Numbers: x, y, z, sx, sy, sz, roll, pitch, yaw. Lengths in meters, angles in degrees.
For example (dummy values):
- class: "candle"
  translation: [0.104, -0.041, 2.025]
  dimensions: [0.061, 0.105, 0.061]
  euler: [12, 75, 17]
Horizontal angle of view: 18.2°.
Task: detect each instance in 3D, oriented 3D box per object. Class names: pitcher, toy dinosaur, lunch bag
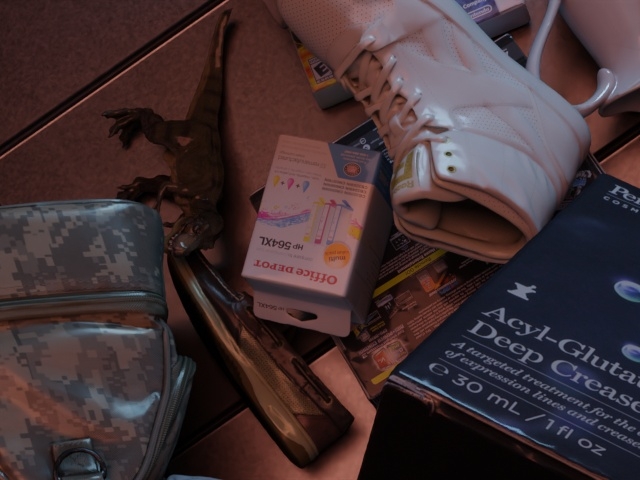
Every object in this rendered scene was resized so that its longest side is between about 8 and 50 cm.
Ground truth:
- class: "pitcher"
  translation: [0.237, -0.201, 1.681]
  dimensions: [0.178, 0.125, 0.207]
  euler: [-8, 75, -23]
- class: "toy dinosaur"
  translation: [-0.131, -0.079, 1.765]
  dimensions: [0.118, 0.064, 0.268]
  euler: [-14, 53, 23]
- class: "lunch bag"
  translation: [-0.216, 0.142, 1.583]
  dimensions: [0.212, 0.305, 0.256]
  euler: [-2, 65, -14]

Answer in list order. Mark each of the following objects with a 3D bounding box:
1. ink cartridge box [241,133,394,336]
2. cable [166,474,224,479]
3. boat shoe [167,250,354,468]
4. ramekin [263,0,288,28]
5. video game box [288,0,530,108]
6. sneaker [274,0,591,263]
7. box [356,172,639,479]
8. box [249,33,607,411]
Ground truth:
- class: "ink cartridge box"
  translation: [0.000, 0.000, 1.637]
  dimensions: [0.092, 0.090, 0.143]
  euler: [11, 76, 15]
- class: "cable"
  translation: [-0.008, 0.258, 1.537]
  dimensions: [0.257, 0.257, 0.089]
  euler: [21, 90, 15]
- class: "boat shoe"
  translation: [-0.051, 0.088, 1.695]
  dimensions: [0.073, 0.080, 0.223]
  euler: [-30, 67, -11]
- class: "ramekin"
  translation: [-0.021, -0.294, 1.691]
  dimensions: [0.109, 0.207, 0.207]
  euler: [-23, 70, -5]
- class: "video game box"
  translation: [0.059, -0.241, 1.785]
  dimensions: [0.205, 0.048, 0.187]
  euler: [-23, 67, 5]
- class: "sneaker"
  translation: [0.072, -0.102, 1.564]
  dimensions: [0.292, 0.108, 0.169]
  euler: [33, 45, -5]
- class: "box"
  translation: [0.233, 0.158, 1.425]
  dimensions: [0.293, 0.395, 0.212]
  euler: [25, 121, 18]
- class: "box"
  translation: [0.106, -0.015, 1.699]
  dimensions: [0.270, 0.060, 0.216]
  euler: [-33, 70, 1]
